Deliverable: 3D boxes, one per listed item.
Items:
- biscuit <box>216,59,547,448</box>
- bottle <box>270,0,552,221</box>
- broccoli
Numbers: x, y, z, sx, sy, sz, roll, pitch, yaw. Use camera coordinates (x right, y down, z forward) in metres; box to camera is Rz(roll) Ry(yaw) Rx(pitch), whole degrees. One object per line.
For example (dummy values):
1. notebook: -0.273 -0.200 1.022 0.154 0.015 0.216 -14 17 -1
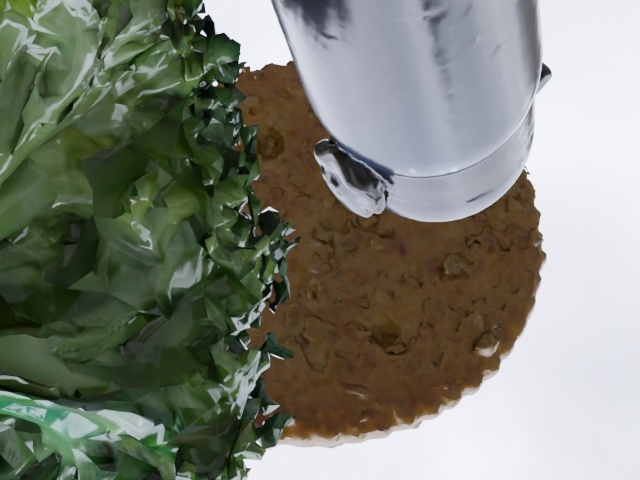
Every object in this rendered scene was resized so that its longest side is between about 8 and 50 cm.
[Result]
1. biscuit: 0.000 0.000 0.966 0.254 0.035 0.254 -2 -118 3
2. bottle: 0.018 -0.073 0.445 0.082 0.244 0.072 -44 -112 -7
3. broccoli: -0.099 0.006 0.427 0.194 0.220 0.194 18 -164 -5
